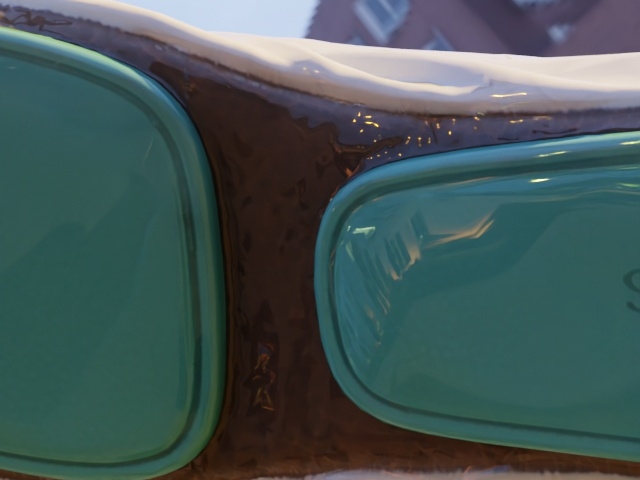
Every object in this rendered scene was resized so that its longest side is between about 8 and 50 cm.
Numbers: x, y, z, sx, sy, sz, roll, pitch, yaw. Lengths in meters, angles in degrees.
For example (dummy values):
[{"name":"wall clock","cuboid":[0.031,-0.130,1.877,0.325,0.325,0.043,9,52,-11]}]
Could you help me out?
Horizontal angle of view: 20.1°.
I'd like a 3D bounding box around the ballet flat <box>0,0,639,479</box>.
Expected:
[{"name":"ballet flat","cuboid":[0.000,0.000,0.483,0.400,0.139,0.139,4,-26,21]}]
